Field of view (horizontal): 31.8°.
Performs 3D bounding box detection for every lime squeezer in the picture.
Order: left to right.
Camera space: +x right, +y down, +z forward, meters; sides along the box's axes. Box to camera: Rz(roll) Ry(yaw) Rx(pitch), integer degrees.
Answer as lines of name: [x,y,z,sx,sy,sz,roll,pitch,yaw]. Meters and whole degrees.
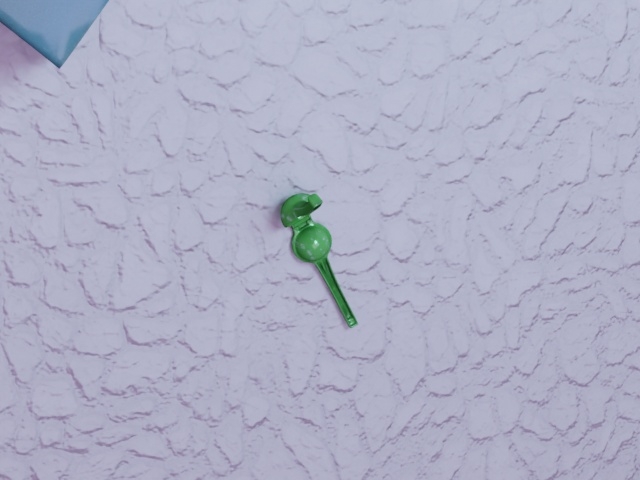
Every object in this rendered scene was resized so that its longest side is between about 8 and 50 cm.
lime squeezer: [0.000,0.000,1.493,0.059,0.110,0.310,-45,150,-19]

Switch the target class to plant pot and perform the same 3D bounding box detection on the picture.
plant pot: [-0.333,-0.330,1.215,0.234,0.165,0.166,36,94,-19]
